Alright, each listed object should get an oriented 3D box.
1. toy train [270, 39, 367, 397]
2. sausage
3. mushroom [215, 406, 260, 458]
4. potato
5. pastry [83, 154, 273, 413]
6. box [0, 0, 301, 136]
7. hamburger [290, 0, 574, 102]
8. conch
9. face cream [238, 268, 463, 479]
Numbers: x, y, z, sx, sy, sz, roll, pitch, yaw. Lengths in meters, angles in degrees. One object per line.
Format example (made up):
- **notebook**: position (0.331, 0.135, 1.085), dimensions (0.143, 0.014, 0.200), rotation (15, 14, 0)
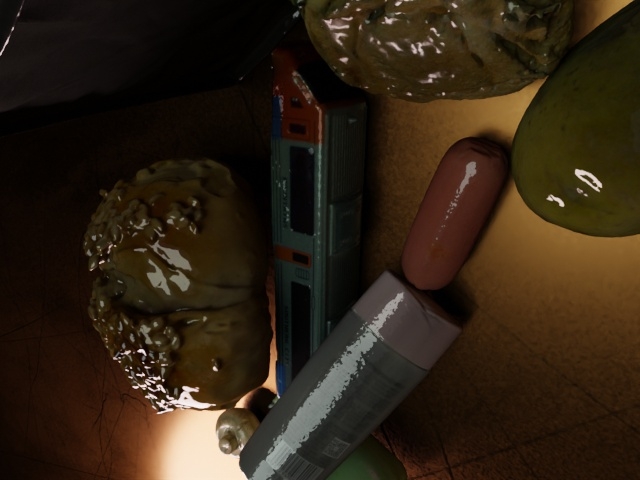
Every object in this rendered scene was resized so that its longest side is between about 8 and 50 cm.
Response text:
- **toy train**: position (0.000, 0.000, 0.558), dimensions (0.089, 0.086, 0.409), rotation (16, 117, 30)
- **sausage**: position (0.122, -0.021, 0.474), dimensions (0.062, 0.062, 0.154), rotation (32, 125, 22)
- **mushroom**: position (-0.129, 0.303, 0.789), dimensions (0.084, 0.067, 0.083), rotation (9, 107, 30)
- **potato**: position (0.243, -0.090, 0.326), dimensions (0.272, 0.111, 0.160), rotation (-31, 90, 41)
- **pastry**: position (-0.179, 0.058, 0.605), dimensions (0.284, 0.184, 0.315), rotation (24, 117, 56)
- **box**: position (-0.154, -0.257, 0.405), dimensions (0.251, 0.345, 0.204), rotation (-31, 94, 39)
- **hamburger**: position (0.082, -0.184, 0.378), dimensions (0.206, 0.183, 0.130), rotation (8, 79, 37)
- **conch**: position (0.001, 0.287, 0.642), dimensions (0.251, 0.137, 0.143), rotation (31, 147, 36)
- **face cream**: position (0.028, 0.161, 0.535), dimensions (0.107, 0.073, 0.269), rotation (36, 100, -13)
